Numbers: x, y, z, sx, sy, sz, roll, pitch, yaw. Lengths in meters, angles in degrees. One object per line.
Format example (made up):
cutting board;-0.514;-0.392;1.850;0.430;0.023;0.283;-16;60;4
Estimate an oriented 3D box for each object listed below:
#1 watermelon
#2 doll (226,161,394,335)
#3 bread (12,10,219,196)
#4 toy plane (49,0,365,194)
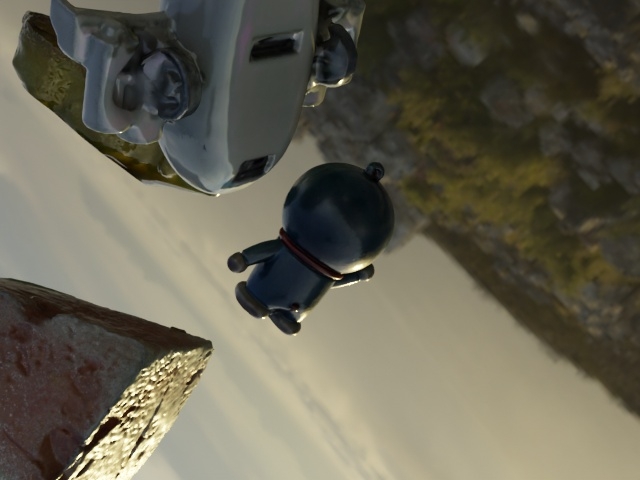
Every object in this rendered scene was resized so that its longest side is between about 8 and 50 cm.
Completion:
watermelon;-0.230;0.114;1.164;0.261;0.201;0.213;63;-163;14
doll;0.000;0.000;0.967;0.114;0.152;0.085;28;-165;-33
bread;-0.174;-0.117;1.111;0.233;0.088;0.161;38;177;-16
toy plane;-0.063;-0.157;0.861;0.123;0.267;0.267;29;162;38
